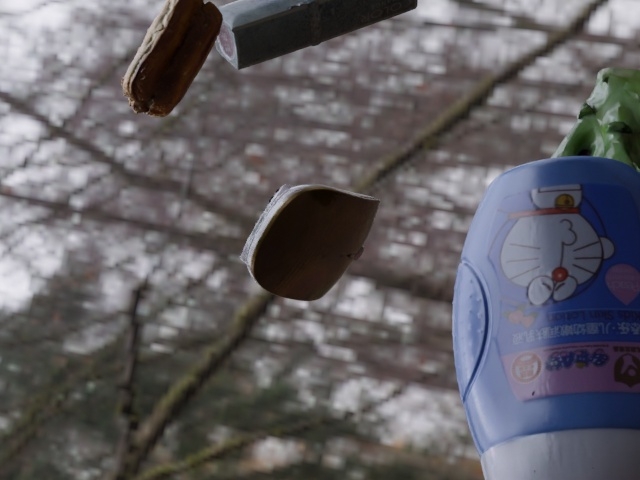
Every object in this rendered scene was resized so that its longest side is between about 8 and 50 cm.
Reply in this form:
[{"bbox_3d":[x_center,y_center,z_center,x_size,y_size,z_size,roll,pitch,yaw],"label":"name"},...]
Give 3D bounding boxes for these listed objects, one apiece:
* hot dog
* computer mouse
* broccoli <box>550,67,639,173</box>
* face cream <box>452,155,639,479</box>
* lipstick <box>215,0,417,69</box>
[{"bbox_3d":[-0.160,-0.202,1.863,0.071,0.045,0.165,41,-122,-26],"label":"hot dog"},{"bbox_3d":[0.000,0.000,1.775,0.126,0.056,0.245,-58,-19,8],"label":"computer mouse"},{"bbox_3d":[0.309,-0.035,1.717,0.270,0.269,0.270,25,-115,-64],"label":"broccoli"},{"bbox_3d":[0.158,0.079,1.088,0.083,0.149,0.264,56,-151,-58],"label":"face cream"},{"bbox_3d":[-0.002,-0.315,2.346,0.289,0.076,0.077,-20,-52,-20],"label":"lipstick"}]
